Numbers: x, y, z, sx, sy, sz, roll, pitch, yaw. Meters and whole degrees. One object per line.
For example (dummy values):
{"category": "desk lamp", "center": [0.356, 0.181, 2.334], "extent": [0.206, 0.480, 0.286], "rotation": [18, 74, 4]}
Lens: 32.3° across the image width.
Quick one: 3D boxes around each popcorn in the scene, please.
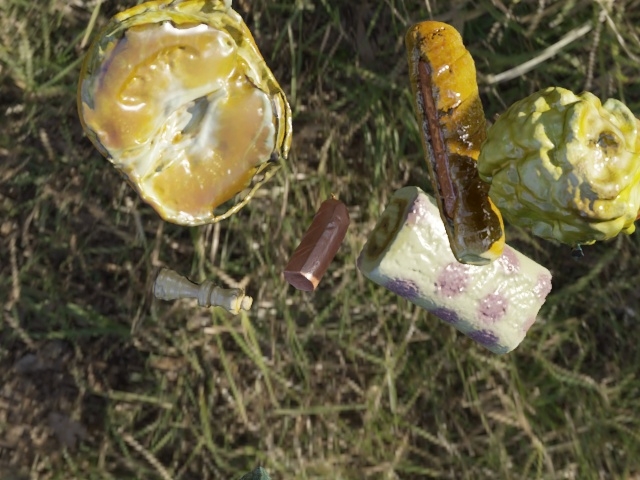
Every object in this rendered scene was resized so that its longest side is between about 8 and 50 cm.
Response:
{"category": "popcorn", "center": [0.240, -0.064, 1.082], "extent": [0.173, 0.142, 0.173], "rotation": [10, 137, 10]}

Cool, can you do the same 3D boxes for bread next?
{"category": "bread", "center": [0.243, 0.054, 1.987], "extent": [0.338, 0.155, 0.187], "rotation": [31, 88, -24]}

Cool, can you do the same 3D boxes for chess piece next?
{"category": "chess piece", "center": [-0.201, 0.091, 1.921], "extent": [0.172, 0.060, 0.060], "rotation": [12, 122, 13]}

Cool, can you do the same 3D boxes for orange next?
{"category": "orange", "center": [-0.103, -0.098, 0.811], "extent": [0.160, 0.112, 0.170], "rotation": [10, 94, -25]}

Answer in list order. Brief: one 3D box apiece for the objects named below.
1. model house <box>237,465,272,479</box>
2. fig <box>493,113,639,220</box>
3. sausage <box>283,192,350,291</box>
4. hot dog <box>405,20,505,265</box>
{"category": "model house", "center": [-0.094, 0.367, 1.528], "extent": [0.083, 0.079, 0.066], "rotation": [-41, 127, 7]}
{"category": "fig", "center": [0.352, -0.121, 1.532], "extent": [0.257, 0.159, 0.159], "rotation": [21, 119, -15]}
{"category": "sausage", "center": [0.000, 0.000, 1.812], "extent": [0.065, 0.169, 0.065], "rotation": [24, 154, 12]}
{"category": "hot dog", "center": [0.153, -0.111, 1.226], "extent": [0.088, 0.285, 0.061], "rotation": [-5, 168, -43]}
